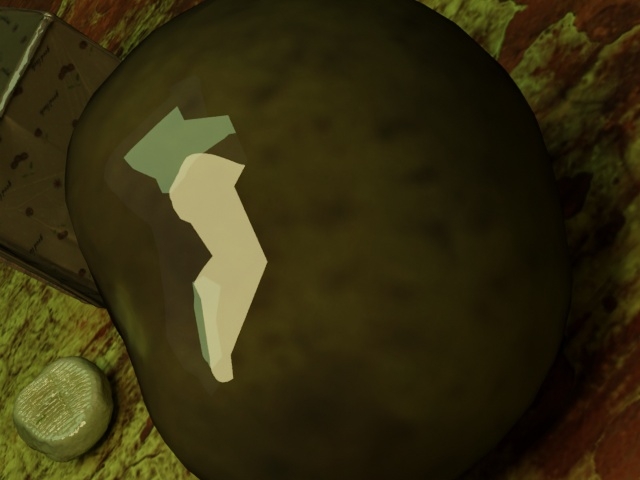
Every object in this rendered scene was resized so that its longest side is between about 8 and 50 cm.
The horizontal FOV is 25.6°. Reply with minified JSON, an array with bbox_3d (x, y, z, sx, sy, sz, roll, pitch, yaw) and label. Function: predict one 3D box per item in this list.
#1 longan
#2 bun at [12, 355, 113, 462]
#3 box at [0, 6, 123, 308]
[{"bbox_3d":[0.000,0.000,1.035,0.336,0.404,0.404,-36,39,51],"label":"longan"},{"bbox_3d":[-0.262,0.180,1.469,0.115,0.069,0.115,-13,56,20],"label":"bun"},{"bbox_3d":[-0.256,-0.071,1.453,0.190,0.297,0.225,14,76,50],"label":"box"}]
